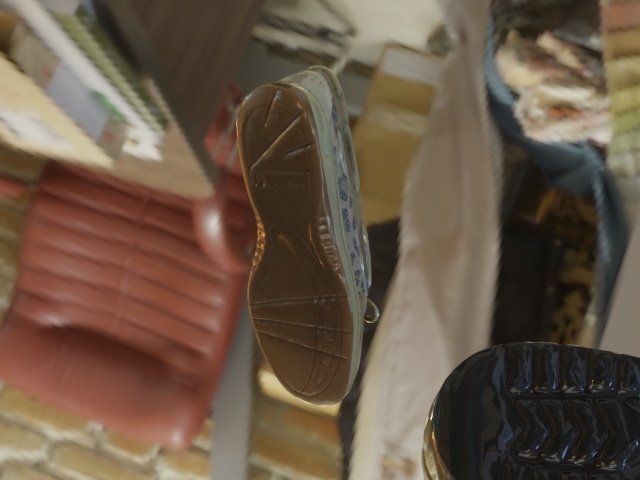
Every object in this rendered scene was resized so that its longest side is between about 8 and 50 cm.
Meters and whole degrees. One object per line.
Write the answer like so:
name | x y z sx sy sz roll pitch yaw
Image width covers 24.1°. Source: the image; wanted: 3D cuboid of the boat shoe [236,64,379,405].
boat shoe | 0.000 0.000 1.242 0.104 0.089 0.285 11 116 30

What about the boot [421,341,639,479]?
boot | 0.127 0.090 0.506 0.198 0.077 0.137 16 157 2
